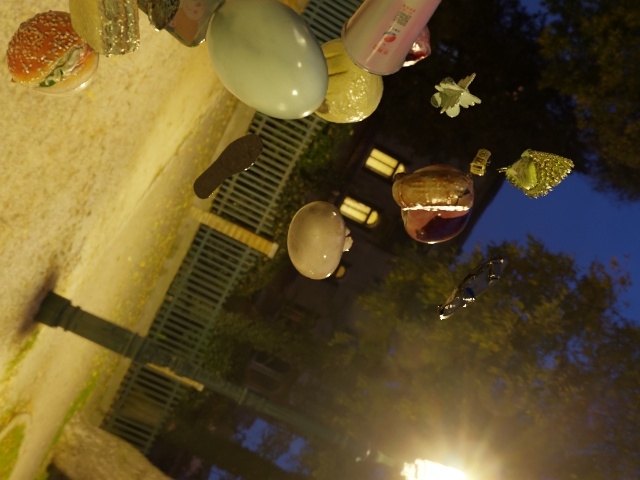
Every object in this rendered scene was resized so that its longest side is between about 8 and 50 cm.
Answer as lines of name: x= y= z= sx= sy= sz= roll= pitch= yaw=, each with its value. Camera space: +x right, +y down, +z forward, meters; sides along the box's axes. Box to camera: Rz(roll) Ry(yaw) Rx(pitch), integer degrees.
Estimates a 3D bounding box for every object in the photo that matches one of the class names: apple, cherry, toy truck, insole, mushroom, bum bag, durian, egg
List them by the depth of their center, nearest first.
egg: x=-0.117 y=-0.409 z=1.281 sx=0.230 sy=0.371 sz=0.229 roll=-29 pitch=148 yaw=-20
mushroom: x=0.000 y=0.000 z=1.645 sx=0.227 sy=0.178 sz=0.226 roll=-17 pitch=-111 yaw=55
bum bag: x=0.495 y=0.142 z=1.815 sx=0.326 sy=0.080 sz=0.142 roll=-36 pitch=160 yaw=-26
toy truck: x=0.519 y=-0.252 z=1.854 sx=0.083 sy=0.049 sz=0.054 roll=-55 pitch=153 yaw=-33
cherry: x=0.239 y=-0.692 z=1.903 sx=0.203 sy=0.300 sz=0.230 roll=-47 pitch=165 yaw=-44
durian: x=0.745 y=-0.245 z=1.954 sx=0.158 sy=0.169 sz=0.352 roll=-40 pitch=175 yaw=2
insole: x=-0.340 y=-0.269 z=2.084 sx=0.348 sy=0.119 sz=0.009 roll=-37 pitch=168 yaw=23
apple: x=0.424 y=-0.134 z=2.085 sx=0.306 sy=0.235 sz=0.305 roll=-179 pitch=-90 yaw=-88

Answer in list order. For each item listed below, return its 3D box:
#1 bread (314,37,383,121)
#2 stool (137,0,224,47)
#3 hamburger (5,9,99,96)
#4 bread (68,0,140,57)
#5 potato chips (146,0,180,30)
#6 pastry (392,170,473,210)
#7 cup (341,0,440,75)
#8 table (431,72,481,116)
bread: x=0.082 y=-0.615 z=2.206 sx=0.321 sy=0.237 sz=0.320 roll=-16 pitch=-117 yaw=35
stool: x=-0.441 y=-0.870 z=1.965 sx=0.310 sy=0.310 sz=0.226 roll=-44 pitch=-168 yaw=24
hamburger: x=-0.656 y=-0.461 z=1.406 sx=0.147 sy=0.237 sz=0.236 roll=81 pitch=33 yaw=-74
bread: x=-0.455 y=-0.500 z=1.200 sx=0.102 sy=0.138 sz=0.196 roll=-33 pitch=153 yaw=-34
potato chips: x=-0.332 y=-0.572 z=1.253 sx=0.219 sy=0.029 sz=0.201 roll=110 pitch=0 yaw=-55
pastry: x=0.303 y=-0.127 z=1.485 sx=0.229 sy=0.219 sz=0.100 roll=-2 pitch=-94 yaw=62
cup: x=0.198 y=-0.580 z=1.439 sx=0.202 sy=0.203 sz=0.288 roll=-67 pitch=-168 yaw=-26
table: x=0.553 y=-0.593 z=2.307 sx=0.166 sy=0.167 sz=0.198 roll=-63 pitch=-173 yaw=4
